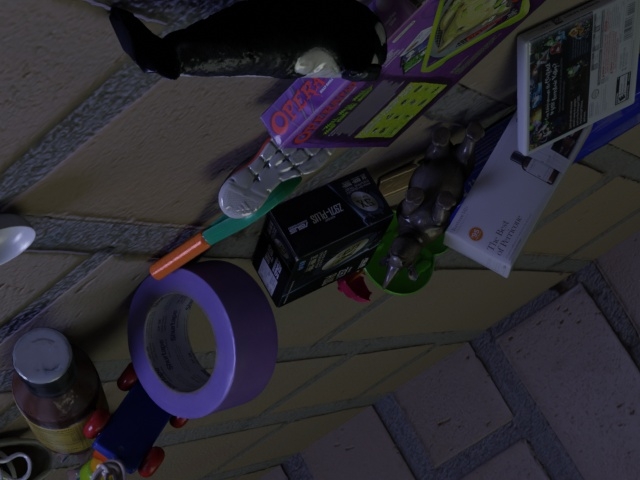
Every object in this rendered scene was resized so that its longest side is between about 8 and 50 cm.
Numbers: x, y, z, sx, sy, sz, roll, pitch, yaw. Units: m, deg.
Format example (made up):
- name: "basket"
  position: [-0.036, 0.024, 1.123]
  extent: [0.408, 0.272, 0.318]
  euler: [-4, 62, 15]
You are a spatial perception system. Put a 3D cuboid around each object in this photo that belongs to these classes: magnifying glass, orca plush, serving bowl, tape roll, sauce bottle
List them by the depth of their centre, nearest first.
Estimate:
- name: "orca plush"
  position: [-0.043, -0.192, 1.039]
  extent: [0.287, 0.102, 0.151]
  euler: [-5, -163, -36]
- name: "serving bowl"
  position: [-0.313, -0.002, 1.183]
  extent: [0.083, 0.027, 0.083]
  euler: [-27, 163, -9]
- name: "magnifying glass"
  position: [-0.113, -0.018, 1.456]
  extent: [0.231, 0.026, 0.092]
  euler: [-34, -169, 29]
- name: "tape roll"
  position: [-0.149, 0.122, 1.557]
  extent: [0.080, 0.189, 0.189]
  euler: [-8, 154, -51]
- name: "sauce bottle"
  position: [-0.332, 0.190, 1.592]
  extent: [0.111, 0.111, 0.344]
  euler: [-25, 163, -15]

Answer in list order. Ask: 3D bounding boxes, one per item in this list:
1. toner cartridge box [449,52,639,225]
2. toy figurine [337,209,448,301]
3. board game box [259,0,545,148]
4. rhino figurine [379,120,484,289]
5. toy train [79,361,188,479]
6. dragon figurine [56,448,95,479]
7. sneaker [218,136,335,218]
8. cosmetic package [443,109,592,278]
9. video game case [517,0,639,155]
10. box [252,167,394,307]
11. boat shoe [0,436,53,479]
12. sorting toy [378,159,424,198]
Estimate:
- name: "toner cartridge box"
  position: [0.312, -0.139, 1.777]
  extent: [0.348, 0.075, 0.165]
  euler: [-32, 166, 9]
- name: "toy figurine"
  position: [0.091, 0.030, 1.877]
  extent: [0.173, 0.130, 0.159]
  euler: [-30, 179, -33]
- name: "board game box"
  position: [0.117, -0.214, 1.240]
  extent: [0.347, 0.056, 0.208]
  euler: [-42, 165, 30]
- name: "rhino figurine"
  position: [0.136, -0.039, 1.610]
  extent: [0.106, 0.073, 0.243]
  euler: [100, 16, -71]
- name: "toy train"
  position: [-0.269, 0.281, 1.588]
  extent: [0.143, 0.105, 0.248]
  euler: [-50, -174, 45]
- name: "dragon figurine"
  position: [-0.338, 0.330, 2.055]
  extent: [0.144, 0.085, 0.289]
  euler: [-16, 160, -40]
- name: "sneaker"
  position: [-0.053, -0.087, 1.363]
  extent: [0.158, 0.061, 0.065]
  euler: [-35, -162, -9]
- name: "cosmetic package"
  position: [0.260, -0.079, 1.633]
  extent: [0.239, 0.099, 0.060]
  euler: [-59, 167, -13]
- name: "video game case"
  position: [0.319, -0.210, 1.544]
  extent: [0.173, 0.022, 0.190]
  euler: [-26, 140, -14]
- name: "box"
  position: [0.000, 0.000, 1.650]
  extent: [0.147, 0.077, 0.180]
  euler: [-25, 163, -20]
- name: "boat shoe"
  position: [-0.474, 0.329, 1.723]
  extent: [0.156, 0.135, 0.367]
  euler: [-33, 167, 13]
- name: "sorting toy"
  position: [0.114, -0.086, 1.706]
  extent: [0.083, 0.012, 0.062]
  euler: [-23, 158, -12]
